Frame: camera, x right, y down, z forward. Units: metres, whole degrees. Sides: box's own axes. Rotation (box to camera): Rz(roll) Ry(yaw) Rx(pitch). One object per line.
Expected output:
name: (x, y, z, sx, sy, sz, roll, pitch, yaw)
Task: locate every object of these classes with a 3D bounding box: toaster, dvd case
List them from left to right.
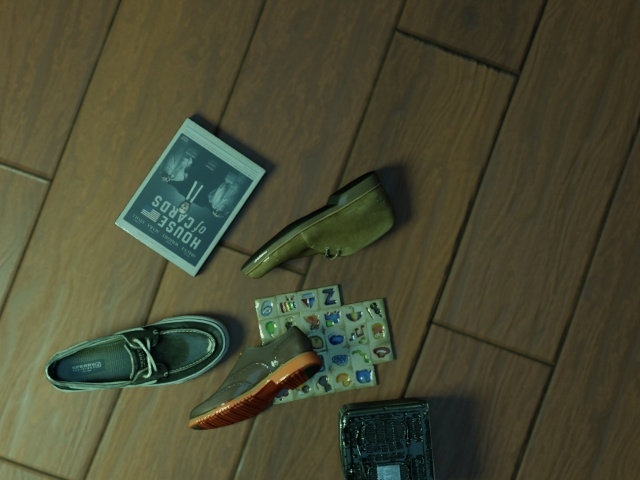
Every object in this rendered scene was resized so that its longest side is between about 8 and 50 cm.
dvd case: (-0.239, -0.079, 1.886, 0.179, 0.029, 0.238, 34, 86, -2)
toaster: (0.111, 0.379, 1.853, 0.186, 0.110, 0.168, -6, 88, -4)

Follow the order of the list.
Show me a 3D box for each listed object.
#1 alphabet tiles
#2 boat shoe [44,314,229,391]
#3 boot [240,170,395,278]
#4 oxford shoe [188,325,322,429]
alphabet tiles: (0.011, 0.186, 1.904, 0.237, 0.009, 0.198, -10, 89, -4)
boat shoe: (-0.326, 0.216, 1.826, 0.335, 0.119, 0.121, -15, 89, -4)
boot: (0.000, 0.000, 1.865, 0.305, 0.112, 0.115, -32, 101, -6)
oxford shoe: (-0.130, 0.255, 1.862, 0.271, 0.097, 0.098, -31, 64, 4)
